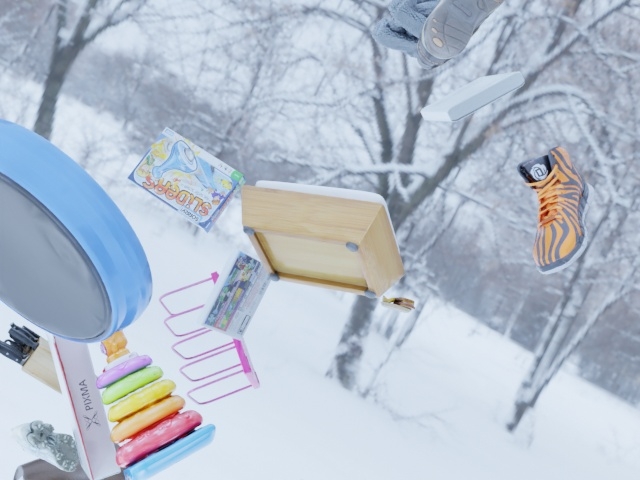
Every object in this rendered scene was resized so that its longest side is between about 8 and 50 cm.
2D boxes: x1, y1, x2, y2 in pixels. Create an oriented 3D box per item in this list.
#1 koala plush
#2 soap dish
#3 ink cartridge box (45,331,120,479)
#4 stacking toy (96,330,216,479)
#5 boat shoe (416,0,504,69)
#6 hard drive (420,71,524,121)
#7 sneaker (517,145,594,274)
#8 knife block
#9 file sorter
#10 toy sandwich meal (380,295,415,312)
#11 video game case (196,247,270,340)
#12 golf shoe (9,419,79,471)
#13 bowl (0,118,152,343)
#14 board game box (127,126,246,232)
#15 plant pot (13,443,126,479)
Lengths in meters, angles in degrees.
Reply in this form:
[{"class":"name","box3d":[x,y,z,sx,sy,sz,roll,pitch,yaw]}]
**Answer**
[{"class":"koala plush","box3d":[0.276,-0.612,2.233,0.203,0.221,0.196,24,-22,-9]},{"class":"soap dish","box3d":[0.000,0.000,1.641,0.291,0.118,0.228,9,-33,23]},{"class":"ink cartridge box","box3d":[-0.445,0.309,1.608,0.066,0.296,0.261,-16,5,-22]},{"class":"stacking toy","box3d":[-0.327,0.259,1.497,0.301,0.166,0.175,62,-24,6]},{"class":"boat shoe","box3d":[0.319,-0.531,1.973,0.132,0.355,0.130,43,-28,-4]},{"class":"hard drive","box3d":[0.382,-0.367,2.188,0.040,0.203,0.307,61,0,-11]},{"class":"sneaker","box3d":[0.478,-0.079,1.802,0.125,0.321,0.180,-24,-65,36]},{"class":"knife block","box3d":[-0.769,0.340,2.363,0.276,0.088,0.242,35,-3,27]},{"class":"file sorter","box3d":[-0.302,0.272,2.287,0.202,0.182,0.290,80,-11,-69]},{"class":"toy sandwich meal","box3d":[0.181,0.148,2.008,0.086,0.029,0.085,16,-8,2]},{"class":"video game case","box3d":[-0.204,0.135,2.089,0.023,0.201,0.183,24,-5,32]},{"class":"golf shoe","box3d":[-0.576,0.428,1.783,0.086,0.069,0.176,-6,-42,24]},{"class":"bowl","box3d":[-0.430,0.001,1.273,0.391,0.077,0.391,22,-40,20]},{"class":"board game box","box3d":[-0.270,-0.123,1.721,0.201,0.136,0.035,32,-11,15]},{"class":"plant pot","box3d":[-0.617,0.599,2.063,0.231,0.215,0.215,9,11,-33]}]
